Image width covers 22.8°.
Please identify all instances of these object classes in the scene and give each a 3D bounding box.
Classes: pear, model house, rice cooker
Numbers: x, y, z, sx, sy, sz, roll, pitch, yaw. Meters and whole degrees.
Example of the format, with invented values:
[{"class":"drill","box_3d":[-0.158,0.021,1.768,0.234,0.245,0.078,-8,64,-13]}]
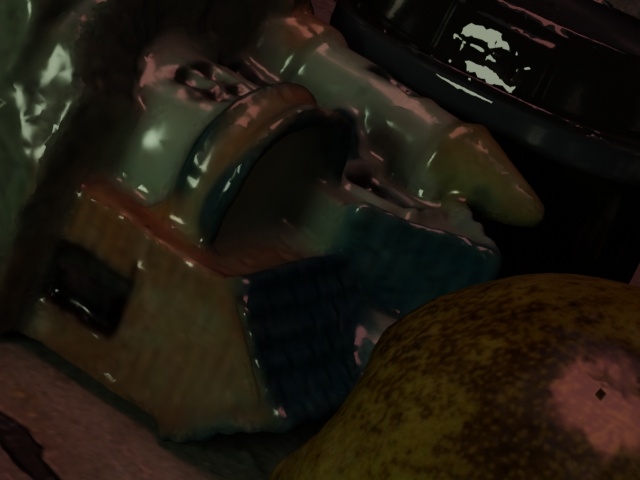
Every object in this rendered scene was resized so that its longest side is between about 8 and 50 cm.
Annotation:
[{"class":"pear","box_3d":[0.074,0.107,0.574,0.197,0.197,0.197,20,18,-7]},{"class":"model house","box_3d":[0.000,0.000,0.799,0.325,0.194,0.267,34,21,22]},{"class":"rice cooker","box_3d":[0.108,-0.060,1.025,0.267,0.224,0.267,22,18,-8]}]
